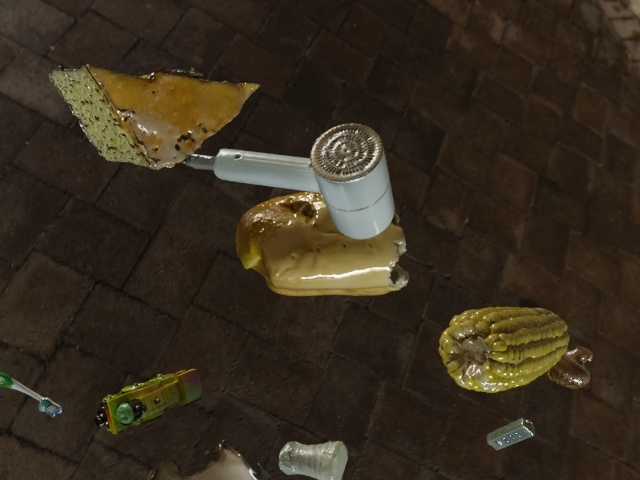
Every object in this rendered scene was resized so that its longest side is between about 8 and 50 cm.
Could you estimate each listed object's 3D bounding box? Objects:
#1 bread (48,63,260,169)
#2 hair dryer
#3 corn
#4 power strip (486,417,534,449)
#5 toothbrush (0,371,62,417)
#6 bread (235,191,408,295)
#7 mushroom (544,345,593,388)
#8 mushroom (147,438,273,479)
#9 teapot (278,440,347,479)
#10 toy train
[{"bbox_3d":[-0.344,-0.321,1.268,0.315,0.248,0.279,-55,129,-24],"label":"bread"},{"bbox_3d":[-0.063,-0.105,0.976,0.357,0.173,0.108,11,61,19],"label":"hair dryer"},{"bbox_3d":[0.224,0.125,0.726,0.244,0.093,0.093,7,60,-52],"label":"corn"},{"bbox_3d":[0.283,0.292,0.924,0.027,0.083,0.017,41,36,-10],"label":"power strip"},{"bbox_3d":[-0.677,0.287,1.295,0.304,0.030,0.030,29,56,5],"label":"toothbrush"},{"bbox_3d":[0.000,0.000,1.452,0.394,0.361,0.250,-1,81,2],"label":"bread"},{"bbox_3d":[0.495,0.255,1.258,0.109,0.126,0.085,1,95,14],"label":"mushroom"},{"bbox_3d":[-0.347,0.796,1.725,0.313,0.397,0.224,-4,32,-41],"label":"mushroom"},{"bbox_3d":[-0.009,0.294,0.823,0.083,0.067,0.057,0,75,19],"label":"teapot"},{"bbox_3d":[-0.462,0.429,1.658,0.296,0.160,0.100,-13,88,-61],"label":"toy train"}]
